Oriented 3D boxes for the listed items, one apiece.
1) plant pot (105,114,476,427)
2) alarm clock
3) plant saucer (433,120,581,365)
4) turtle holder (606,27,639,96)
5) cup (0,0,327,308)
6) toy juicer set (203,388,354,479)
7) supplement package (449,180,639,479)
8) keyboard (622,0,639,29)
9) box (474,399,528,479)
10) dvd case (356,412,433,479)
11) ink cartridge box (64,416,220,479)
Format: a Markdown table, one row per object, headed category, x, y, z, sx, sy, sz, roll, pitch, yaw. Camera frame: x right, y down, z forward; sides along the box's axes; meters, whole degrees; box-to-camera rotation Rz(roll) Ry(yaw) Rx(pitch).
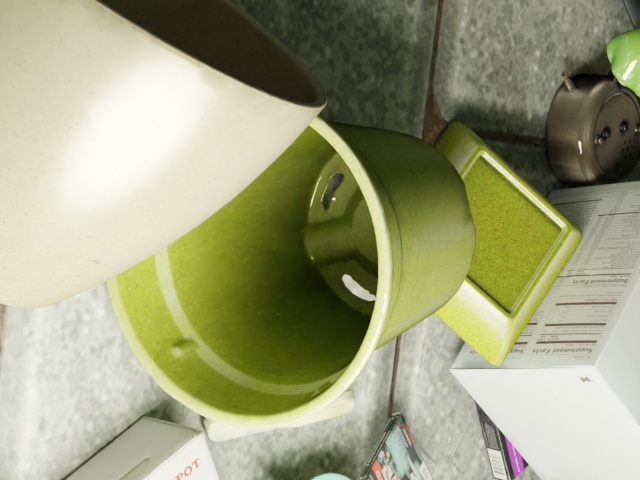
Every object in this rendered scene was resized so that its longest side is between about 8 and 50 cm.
| category | x | y | z | sx | sy | sz | roll | pitch | yaw |
| --- | --- | --- | --- | --- | --- | --- | --- | --- | --- |
| plant pot | 0.000 | 0.000 | 1.429 | 0.254 | 0.276 | 0.276 | -12 | 107 | -57 |
| alarm clock | 0.312 | -0.102 | 1.872 | 0.129 | 0.064 | 0.192 | -19 | 114 | -44 |
| plant saucer | 0.166 | -0.004 | 1.674 | 0.188 | 0.045 | 0.188 | 41 | 63 | -9 |
| turtle holder | 0.399 | -0.338 | 1.790 | 0.227 | 0.243 | 0.320 | 5 | 134 | -31 |
| cup | -0.196 | -0.094 | 1.172 | 0.331 | 0.331 | 0.237 | 19 | 110 | -47 |
| toy juicer set | 0.017 | 0.267 | 1.599 | 0.209 | 0.089 | 0.329 | -33 | 120 | -39 |
| supplement package | 0.313 | 0.098 | 1.772 | 0.199 | 0.198 | 0.262 | 50 | 56 | -28 |
| keyboard | 0.427 | -0.309 | 1.977 | 0.201 | 0.033 | 0.317 | -54 | 132 | -26 |
| box | 0.238 | 0.178 | 1.865 | 0.162 | 0.029 | 0.116 | -34 | 120 | -37 |
| dvd case | 0.074 | 0.237 | 1.634 | 0.087 | 0.013 | 0.119 | 64 | 32 | -20 |
| ink cartridge box | -0.144 | 0.270 | 1.430 | 0.140 | 0.082 | 0.190 | -37 | 122 | -37 |
